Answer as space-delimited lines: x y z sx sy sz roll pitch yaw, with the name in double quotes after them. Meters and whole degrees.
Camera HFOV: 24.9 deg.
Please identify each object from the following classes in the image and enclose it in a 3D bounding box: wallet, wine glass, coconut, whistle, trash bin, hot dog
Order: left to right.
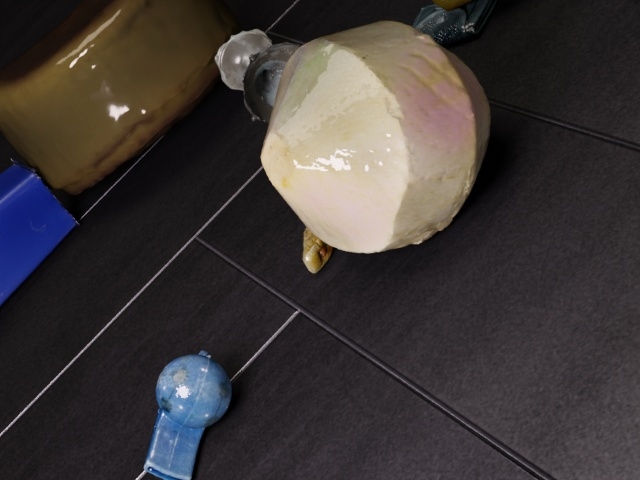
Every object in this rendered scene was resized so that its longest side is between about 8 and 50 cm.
-0.490 0.006 2.160 0.234 0.162 0.184 -43 29 -15 "trash bin"
-0.141 0.178 1.570 0.090 0.090 0.158 -26 32 26 "whistle"
-0.078 -0.238 2.029 0.122 0.122 0.183 -43 28 -1 "wine glass"
0.000 0.000 1.696 0.034 0.030 0.090 -21 34 18 "hot dog"
0.050 -0.111 1.590 0.259 0.259 0.259 -30 31 20 "coconut"
0.165 -0.287 1.886 0.129 0.026 0.088 -8 44 45 "wallet"

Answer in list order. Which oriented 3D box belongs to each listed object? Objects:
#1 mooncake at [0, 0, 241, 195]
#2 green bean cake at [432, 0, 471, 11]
-0.316 -0.263 2.212 0.394 0.246 0.393 -31 22 28 "mooncake"
0.222 -0.427 1.880 0.233 0.124 0.236 -27 26 21 "green bean cake"
